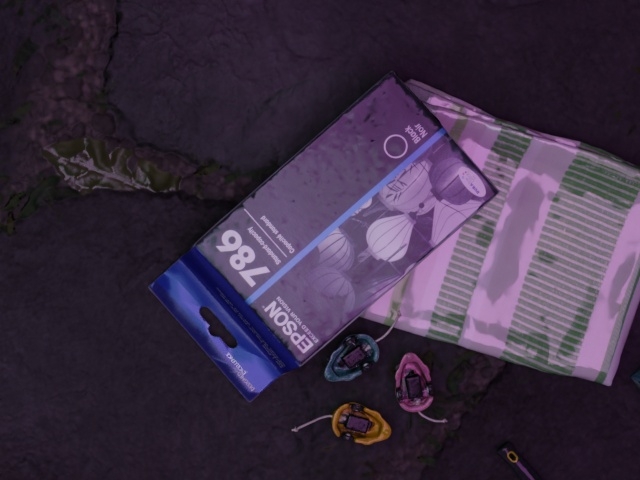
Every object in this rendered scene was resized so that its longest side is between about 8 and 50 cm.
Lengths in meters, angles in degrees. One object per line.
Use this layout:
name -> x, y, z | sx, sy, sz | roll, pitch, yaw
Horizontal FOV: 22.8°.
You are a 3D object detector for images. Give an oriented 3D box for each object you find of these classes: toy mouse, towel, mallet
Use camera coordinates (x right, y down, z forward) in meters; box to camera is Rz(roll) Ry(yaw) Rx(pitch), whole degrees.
toy mouse -> 0.060, 0.138, 1.634 | 0.161, 0.031, 0.143 | 11, 94, -10
towel -> 0.188, -0.004, 1.641 | 0.325, 0.038, 0.248 | 18, 92, -9
mallet -> 0.261, 0.281, 1.675 | 0.062, 0.039, 0.190 | -34, 94, -4

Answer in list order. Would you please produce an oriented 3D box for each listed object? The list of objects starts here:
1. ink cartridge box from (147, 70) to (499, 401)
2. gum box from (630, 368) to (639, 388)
ink cartridge box -> 0.000, 0.000, 1.577 | 0.332, 0.065, 0.165 | -42, 93, 3
gum box -> 0.449, 0.148, 1.689 | 0.184, 0.041, 0.157 | -40, 98, -3
